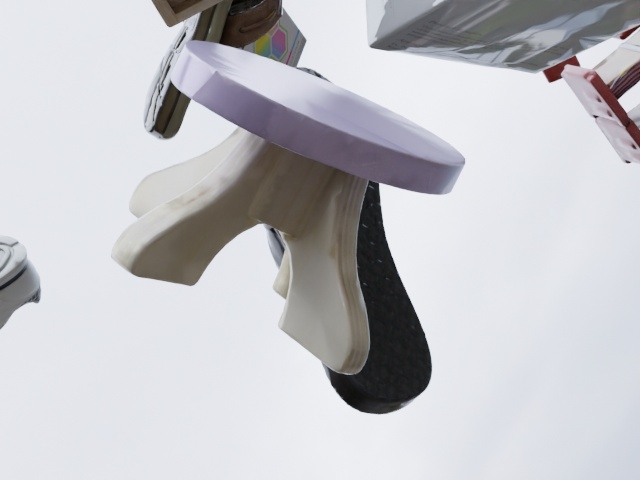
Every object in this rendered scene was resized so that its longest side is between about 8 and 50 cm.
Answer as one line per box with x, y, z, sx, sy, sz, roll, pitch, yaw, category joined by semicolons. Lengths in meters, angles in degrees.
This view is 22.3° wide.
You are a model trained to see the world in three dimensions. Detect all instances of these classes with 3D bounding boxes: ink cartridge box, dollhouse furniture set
-0.099;-0.279;2.162;0.209;0.062;0.109;50;-125;-54;ink cartridge box
0.401;-0.230;2.099;0.201;0.152;0.374;-39;15;-1;dollhouse furniture set

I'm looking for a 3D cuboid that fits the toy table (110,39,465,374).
-0.025;-0.031;1.194;0.274;0.252;0.160;18;-75;-41;toy table

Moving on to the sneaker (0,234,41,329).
-0.421;0.093;1.835;0.235;0.090;0.094;-31;-38;-16;sneaker

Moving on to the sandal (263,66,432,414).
-0.002;0.001;1.901;0.168;0.445;0.107;0;-27;-32;sandal

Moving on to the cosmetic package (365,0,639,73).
0.223;-0.285;1.466;0.217;0.156;0.385;5;-16;-31;cosmetic package

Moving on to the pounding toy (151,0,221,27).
-0.108;-0.242;1.271;0.130;0.100;0.141;-27;-37;2;pounding toy

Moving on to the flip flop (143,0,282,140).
-0.085;-0.215;1.580;0.277;0.080;0.112;-62;16;11;flip flop
